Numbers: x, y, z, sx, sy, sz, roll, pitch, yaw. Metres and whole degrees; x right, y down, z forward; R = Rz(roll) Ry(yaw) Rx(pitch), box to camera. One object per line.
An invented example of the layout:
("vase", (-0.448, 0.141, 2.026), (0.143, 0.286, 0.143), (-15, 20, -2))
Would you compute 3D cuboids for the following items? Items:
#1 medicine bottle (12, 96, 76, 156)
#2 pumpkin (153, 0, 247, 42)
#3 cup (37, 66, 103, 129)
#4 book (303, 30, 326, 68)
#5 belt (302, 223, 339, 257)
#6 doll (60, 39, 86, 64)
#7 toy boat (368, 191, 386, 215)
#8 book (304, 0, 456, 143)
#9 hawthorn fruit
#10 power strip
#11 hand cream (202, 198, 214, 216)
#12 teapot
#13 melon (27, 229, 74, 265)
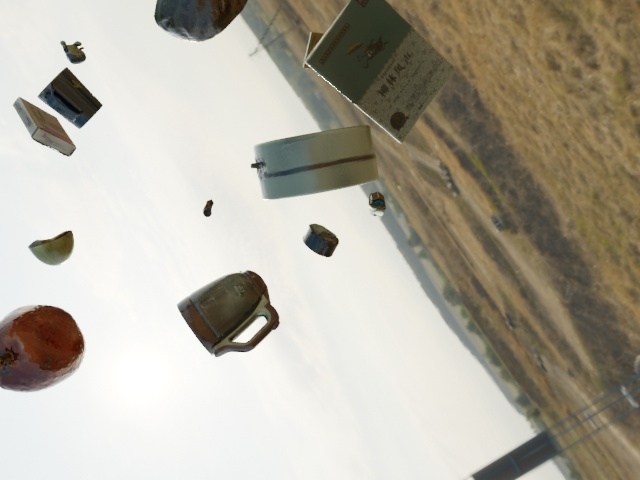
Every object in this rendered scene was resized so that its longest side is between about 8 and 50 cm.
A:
("medicine bottle", (-0.947, -0.387, 2.140), (0.201, 0.052, 0.171), (49, -172, 31))
("pumpkin", (-0.341, -0.712, 1.833), (0.148, 0.312, 0.169), (49, -177, 27))
("cup", (-0.772, -0.427, 1.927), (0.155, 0.131, 0.177), (43, -160, -25))
("book", (0.033, -0.605, 2.016), (0.172, 0.118, 0.012), (-2, -145, -27))
("belt", (0.000, 0.000, 1.833), (0.105, 0.058, 0.140), (31, -164, -2))
("doll", (-0.797, -0.608, 2.030), (0.076, 0.050, 0.083), (-20, -115, -41))
("toy boat", (0.196, -0.126, 2.159), (0.172, 0.064, 0.066), (-91, 9, -66))
("book", (0.170, -0.476, 1.704), (0.379, 0.264, 0.031), (33, -174, -28))
("hawthorn fruit", (-0.863, 0.326, 1.869), (0.275, 0.275, 0.299), (56, -170, 3))
("power strip", (-0.023, -0.213, 1.740), (0.357, 0.357, 0.162), (-71, -29, -81))
("hand cream", (-0.461, -0.128, 2.573), (0.163, 0.038, 0.062), (-114, 27, -75))
("teapot", (-0.311, 0.263, 2.258), (0.315, 0.312, 0.233), (50, 171, 29))
("melon", (-0.949, 0.038, 2.232), (0.079, 0.160, 0.128), (41, 152, 62))
